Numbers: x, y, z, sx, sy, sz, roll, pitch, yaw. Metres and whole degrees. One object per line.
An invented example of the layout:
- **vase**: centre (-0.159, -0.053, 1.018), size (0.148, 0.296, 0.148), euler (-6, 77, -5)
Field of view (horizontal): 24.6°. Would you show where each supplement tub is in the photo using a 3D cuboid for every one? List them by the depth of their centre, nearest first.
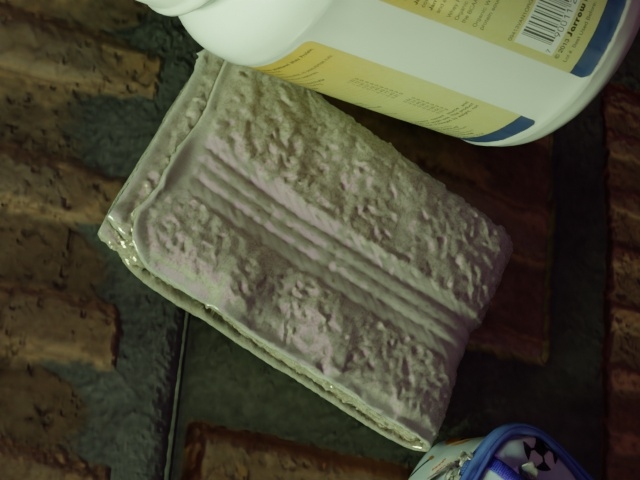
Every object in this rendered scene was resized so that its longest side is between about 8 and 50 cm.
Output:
- **supplement tub**: centre (0.038, -0.205, 0.973), size (0.316, 0.228, 0.228), euler (15, 70, -32)

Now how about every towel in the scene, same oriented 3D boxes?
- **towel**: centre (0.000, 0.000, 1.024), size (0.282, 0.049, 0.187), euler (33, 65, -16)

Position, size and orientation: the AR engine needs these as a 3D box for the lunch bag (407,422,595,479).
- **lunch bag**: centre (0.153, 0.276, 0.995), size (0.303, 0.115, 0.243), euler (46, 60, -11)
